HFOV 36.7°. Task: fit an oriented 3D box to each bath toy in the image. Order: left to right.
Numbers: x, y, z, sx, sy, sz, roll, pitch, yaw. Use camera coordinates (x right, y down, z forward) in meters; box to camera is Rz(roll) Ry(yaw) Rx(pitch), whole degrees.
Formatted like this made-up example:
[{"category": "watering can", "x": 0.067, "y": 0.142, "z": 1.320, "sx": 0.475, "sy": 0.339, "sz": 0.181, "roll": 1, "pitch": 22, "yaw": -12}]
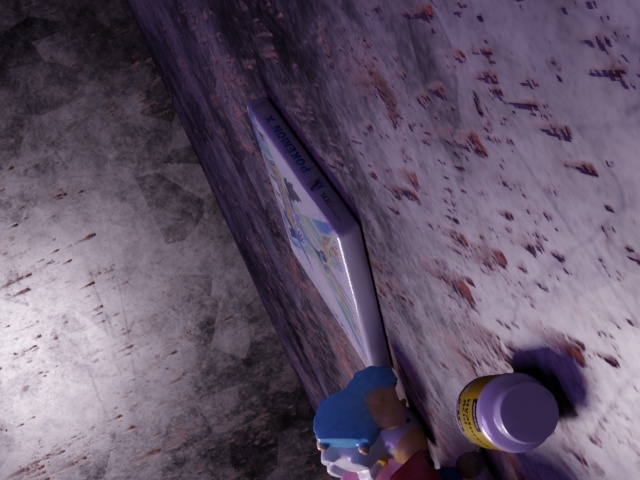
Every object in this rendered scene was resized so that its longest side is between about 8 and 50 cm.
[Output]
[{"category": "bath toy", "x": 0.093, "y": 0.319, "z": 1.446, "sx": 0.348, "sy": 0.151, "sz": 0.129, "roll": 72, "pitch": -153, "yaw": -53}]

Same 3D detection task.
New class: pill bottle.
[{"category": "pill bottle", "x": 0.155, "y": 0.142, "z": 0.797, "sx": 0.065, "sy": 0.065, "sz": 0.116, "roll": 63, "pitch": 170, "yaw": 7}]

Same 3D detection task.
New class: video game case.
[{"category": "video game case", "x": 0.000, "y": 0.000, "z": 1.372, "sx": 0.300, "sy": 0.036, "sz": 0.329, "roll": 56, "pitch": 167, "yaw": 41}]

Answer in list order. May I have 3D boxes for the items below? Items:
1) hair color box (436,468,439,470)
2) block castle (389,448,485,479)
[{"category": "hair color box", "x": 0.059, "y": 0.449, "z": 1.297, "sx": 0.110, "sy": 0.339, "sz": 0.185, "roll": 67, "pitch": 171, "yaw": -10}, {"category": "block castle", "x": 0.190, "y": 0.431, "z": 0.968, "sx": 0.303, "sy": 0.213, "sz": 0.453, "roll": 55, "pitch": -179, "yaw": -21}]
